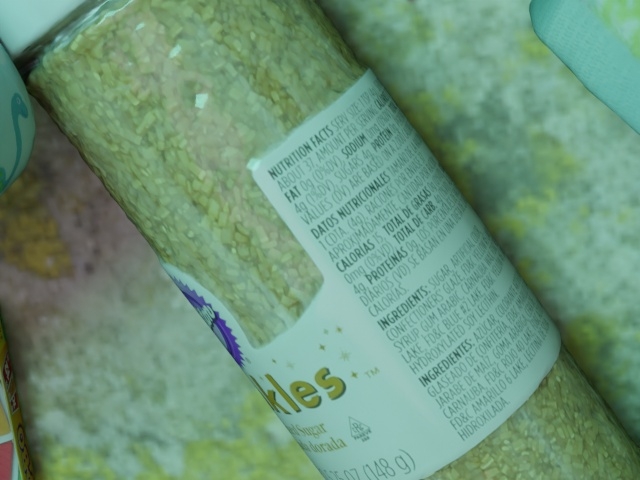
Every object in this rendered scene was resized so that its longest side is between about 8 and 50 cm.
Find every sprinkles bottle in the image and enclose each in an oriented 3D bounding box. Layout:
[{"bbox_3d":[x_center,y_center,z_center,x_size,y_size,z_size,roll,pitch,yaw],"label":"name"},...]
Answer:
[{"bbox_3d":[0.000,0.000,0.553,0.121,0.121,0.355,-34,100,18],"label":"sprinkles bottle"}]

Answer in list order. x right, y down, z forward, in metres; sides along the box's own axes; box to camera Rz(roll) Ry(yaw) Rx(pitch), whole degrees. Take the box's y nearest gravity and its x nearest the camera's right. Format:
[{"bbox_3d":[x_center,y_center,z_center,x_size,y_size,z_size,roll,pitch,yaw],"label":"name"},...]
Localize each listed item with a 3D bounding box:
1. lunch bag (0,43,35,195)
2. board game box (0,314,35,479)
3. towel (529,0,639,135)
[{"bbox_3d":[-0.218,-0.068,0.470,0.176,0.090,0.219,-32,104,15],"label":"lunch bag"},{"bbox_3d":[-0.272,0.109,0.649,0.259,0.039,0.124,-8,107,-1],"label":"board game box"},{"bbox_3d":[0.298,-0.082,0.440,0.374,0.090,0.320,39,122,5],"label":"towel"}]
